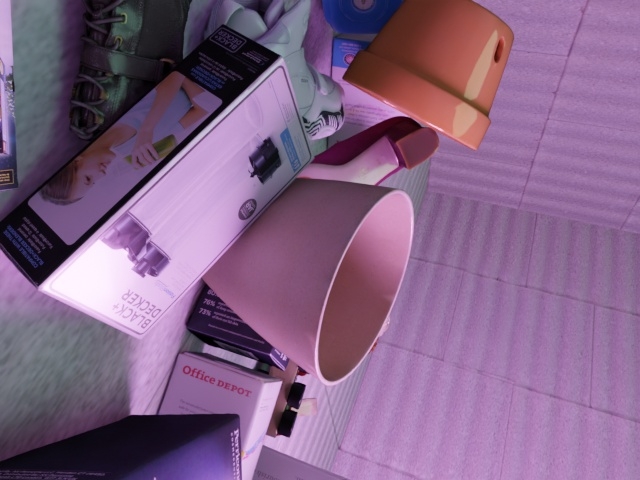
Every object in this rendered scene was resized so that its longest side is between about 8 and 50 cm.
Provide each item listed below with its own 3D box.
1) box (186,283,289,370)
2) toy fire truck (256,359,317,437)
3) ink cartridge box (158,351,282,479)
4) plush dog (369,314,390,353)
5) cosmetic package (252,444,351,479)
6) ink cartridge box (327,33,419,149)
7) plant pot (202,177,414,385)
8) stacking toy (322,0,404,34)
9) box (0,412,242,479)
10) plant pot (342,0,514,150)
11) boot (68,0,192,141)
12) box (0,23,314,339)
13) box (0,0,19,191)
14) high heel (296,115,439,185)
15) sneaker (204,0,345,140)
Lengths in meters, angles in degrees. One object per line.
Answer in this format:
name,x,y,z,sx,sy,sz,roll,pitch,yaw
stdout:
box,-0.101,0.088,0.802,0.108,0.153,0.207,72,36,-61
toy fire truck,-0.071,0.356,1.162,0.246,0.158,0.217,87,20,-75
ink cartridge box,-0.170,0.296,0.742,0.093,0.154,0.212,42,63,-71
plush dog,0.092,0.216,1.402,0.210,0.225,0.262,30,74,-73
cosmetic package,-0.141,0.607,0.791,0.394,0.327,0.329,-54,153,-49
ink cartridge box,0.145,-0.358,1.163,0.197,0.198,0.270,-56,155,-51
plant pot,-0.050,0.015,0.651,0.256,0.274,0.256,-44,145,-42
stacking toy,0.102,-0.581,0.969,0.175,0.165,0.302,75,22,-61
box,-0.209,0.356,0.484,0.294,0.182,0.296,27,58,-74
plant pot,0.212,-0.324,0.883,0.203,0.291,0.291,-62,168,18
boot,-0.185,-0.199,0.419,0.263,0.091,0.229,-10,119,-66
box,-0.144,-0.052,0.489,0.290,0.087,0.169,-47,156,-14
box,-0.282,-0.094,0.251,0.233,0.044,0.159,-33,134,-67
high heel,0.031,-0.125,0.912,0.181,0.377,0.127,-123,-167,-70
sneaker,-0.049,-0.257,0.714,0.366,0.137,0.210,-47,150,-53
